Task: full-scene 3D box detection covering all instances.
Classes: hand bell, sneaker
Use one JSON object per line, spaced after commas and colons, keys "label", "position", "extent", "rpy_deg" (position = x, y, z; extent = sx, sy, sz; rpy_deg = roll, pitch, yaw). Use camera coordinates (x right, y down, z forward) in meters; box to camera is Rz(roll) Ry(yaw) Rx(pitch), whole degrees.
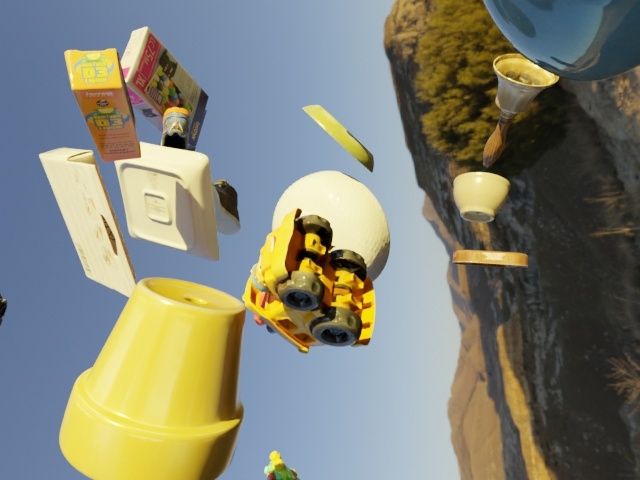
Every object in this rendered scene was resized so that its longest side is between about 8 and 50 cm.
{"label": "hand bell", "position": [0.396, -0.258, 0.990], "extent": [0.242, 0.126, 0.126], "rpy_deg": [95, -176, -49]}
{"label": "sneaker", "position": [-0.377, -0.229, 1.172], "extent": [0.221, 0.083, 0.087], "rpy_deg": [110, 158, -48]}
{"label": "sneaker", "position": [-0.345, -0.150, 1.427], "extent": [0.296, 0.104, 0.147], "rpy_deg": [56, -162, -53]}

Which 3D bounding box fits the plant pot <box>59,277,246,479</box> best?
{"label": "plant pot", "position": [-0.222, 0.193, 0.691], "extent": [0.254, 0.254, 0.239], "rpy_deg": [11, -83, -71]}

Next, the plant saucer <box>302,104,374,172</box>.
{"label": "plant saucer", "position": [0.055, -0.265, 1.164], "extent": [0.241, 0.037, 0.241], "rpy_deg": [40, -168, -10]}

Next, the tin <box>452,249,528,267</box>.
{"label": "tin", "position": [0.446, 0.049, 1.210], "extent": [0.106, 0.189, 0.040], "rpy_deg": [14, -101, -80]}

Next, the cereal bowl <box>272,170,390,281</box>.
{"label": "cereal bowl", "position": [0.000, 0.000, 1.175], "extent": [0.141, 0.339, 0.339], "rpy_deg": [-28, -68, -48]}

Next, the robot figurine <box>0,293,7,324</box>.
{"label": "robot figurine", "position": [-0.947, 0.250, 1.209], "extent": [0.211, 0.085, 0.291], "rpy_deg": [-6, -60, -50]}

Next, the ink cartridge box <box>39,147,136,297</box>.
{"label": "ink cartridge box", "position": [-0.418, -0.033, 0.880], "extent": [0.060, 0.239, 0.275], "rpy_deg": [-33, -56, -42]}

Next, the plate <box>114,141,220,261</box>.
{"label": "plate", "position": [-0.375, -0.088, 1.089], "extent": [0.045, 0.277, 0.278], "rpy_deg": [-47, -35, -53]}

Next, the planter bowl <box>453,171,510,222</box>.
{"label": "planter bowl", "position": [0.471, -0.118, 1.362], "extent": [0.162, 0.162, 0.109], "rpy_deg": [45, -125, -63]}

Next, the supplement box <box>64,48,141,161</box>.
{"label": "supplement box", "position": [-0.369, -0.225, 0.799], "extent": [0.233, 0.078, 0.080], "rpy_deg": [122, 136, -67]}

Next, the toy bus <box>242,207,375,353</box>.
{"label": "toy bus", "position": [-0.046, 0.081, 0.740], "extent": [0.220, 0.211, 0.149], "rpy_deg": [47, -142, -33]}

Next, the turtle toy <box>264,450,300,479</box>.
{"label": "turtle toy", "position": [-0.099, 0.598, 1.151], "extent": [0.095, 0.066, 0.130], "rpy_deg": [50, 166, -9]}

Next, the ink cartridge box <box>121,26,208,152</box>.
{"label": "ink cartridge box", "position": [-0.399, -0.381, 1.230], "extent": [0.311, 0.065, 0.186], "rpy_deg": [50, -138, -56]}

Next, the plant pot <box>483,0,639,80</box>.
{"label": "plant pot", "position": [0.344, -0.317, 0.562], "extent": [0.195, 0.290, 0.290], "rpy_deg": [49, -142, -53]}
